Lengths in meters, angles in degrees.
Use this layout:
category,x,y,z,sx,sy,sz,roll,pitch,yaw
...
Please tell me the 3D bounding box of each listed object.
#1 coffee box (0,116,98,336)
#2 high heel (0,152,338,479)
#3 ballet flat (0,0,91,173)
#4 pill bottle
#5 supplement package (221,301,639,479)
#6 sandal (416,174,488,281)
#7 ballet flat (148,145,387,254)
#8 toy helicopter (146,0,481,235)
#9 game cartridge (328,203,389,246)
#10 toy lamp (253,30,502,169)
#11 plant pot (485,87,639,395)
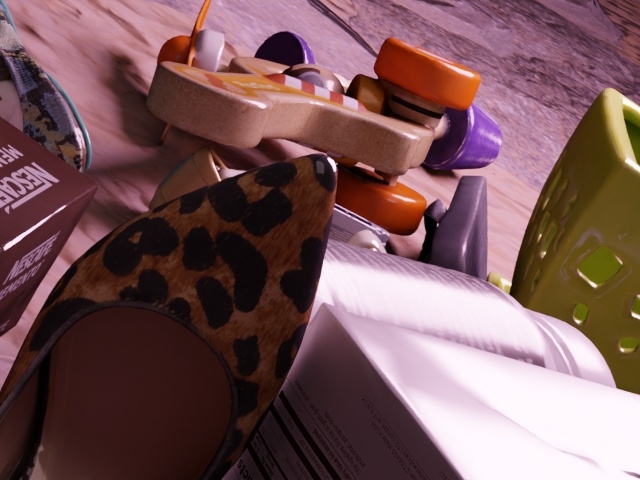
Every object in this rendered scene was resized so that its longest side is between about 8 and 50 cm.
category,x,y,z,sx,sy,sz,roll,pitch,yaw
coffee box,-0.251,-0.045,0.863,0.246,0.098,0.141,35,19,1
high heel,-0.079,0.090,0.578,0.093,0.261,0.186,39,15,-12
ballet flat,-0.209,-0.095,1.135,0.070,0.070,0.188,17,23,-41
pill bottle,0.021,0.086,0.901,0.283,0.161,0.161,14,27,-45
supplement package,0.054,0.164,0.681,0.194,0.203,0.149,18,21,-36
sandal,0.094,0.005,1.335,0.054,0.097,0.254,1,9,10
ballet flat,-0.002,0.013,1.175,0.232,0.073,0.080,28,18,-18
toy helicopter,-0.042,-0.107,1.299,0.235,0.140,0.355,26,11,17
game cartridge,0.000,0.000,1.236,0.083,0.056,0.017,27,12,-18
toy lamp,0.061,-0.118,1.595,0.275,0.080,0.080,13,28,-43
plant pot,0.234,0.054,1.252,0.227,0.207,0.228,34,19,-5
